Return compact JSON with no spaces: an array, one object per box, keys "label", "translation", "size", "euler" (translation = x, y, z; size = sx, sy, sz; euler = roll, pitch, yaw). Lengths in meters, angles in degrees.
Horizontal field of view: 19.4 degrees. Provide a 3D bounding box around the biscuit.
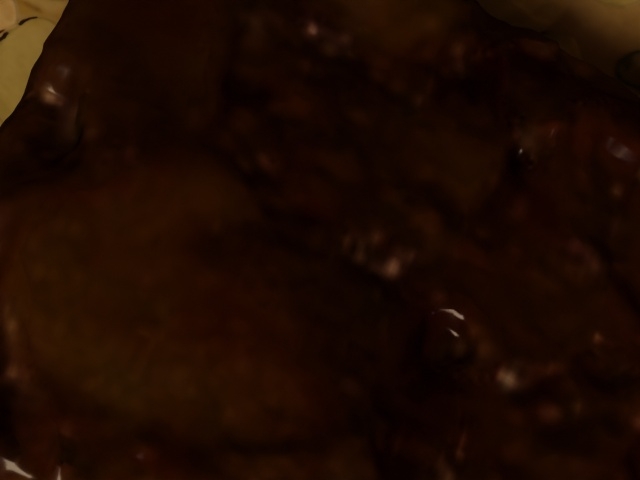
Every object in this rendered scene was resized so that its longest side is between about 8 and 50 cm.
[{"label":"biscuit","translation":[0.021,0.042,0.905],"size":[0.395,0.343,0.166],"euler":[24,153,-3]}]
